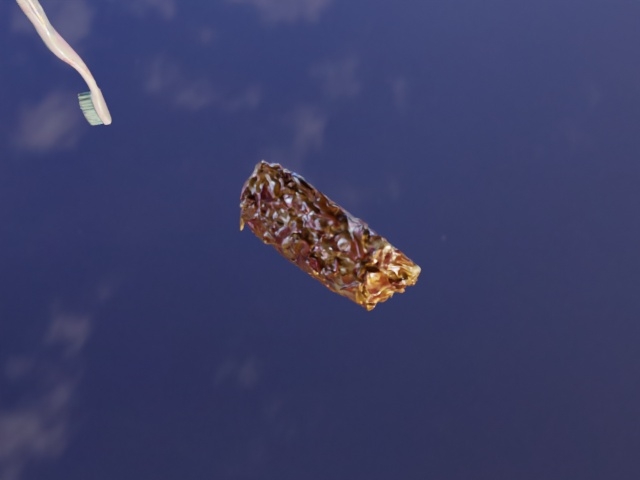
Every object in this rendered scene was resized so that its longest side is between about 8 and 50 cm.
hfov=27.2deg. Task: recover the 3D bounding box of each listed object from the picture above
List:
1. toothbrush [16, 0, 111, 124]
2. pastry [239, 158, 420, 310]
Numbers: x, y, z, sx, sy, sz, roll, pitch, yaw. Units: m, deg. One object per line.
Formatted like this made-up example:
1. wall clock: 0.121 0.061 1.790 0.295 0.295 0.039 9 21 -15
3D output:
1. toothbrush: -0.247 -0.193 1.206 0.027 0.269 0.021 -19 -129 3
2. pastry: 0.001 0.001 0.997 0.063 0.087 0.169 -52 -130 -1
